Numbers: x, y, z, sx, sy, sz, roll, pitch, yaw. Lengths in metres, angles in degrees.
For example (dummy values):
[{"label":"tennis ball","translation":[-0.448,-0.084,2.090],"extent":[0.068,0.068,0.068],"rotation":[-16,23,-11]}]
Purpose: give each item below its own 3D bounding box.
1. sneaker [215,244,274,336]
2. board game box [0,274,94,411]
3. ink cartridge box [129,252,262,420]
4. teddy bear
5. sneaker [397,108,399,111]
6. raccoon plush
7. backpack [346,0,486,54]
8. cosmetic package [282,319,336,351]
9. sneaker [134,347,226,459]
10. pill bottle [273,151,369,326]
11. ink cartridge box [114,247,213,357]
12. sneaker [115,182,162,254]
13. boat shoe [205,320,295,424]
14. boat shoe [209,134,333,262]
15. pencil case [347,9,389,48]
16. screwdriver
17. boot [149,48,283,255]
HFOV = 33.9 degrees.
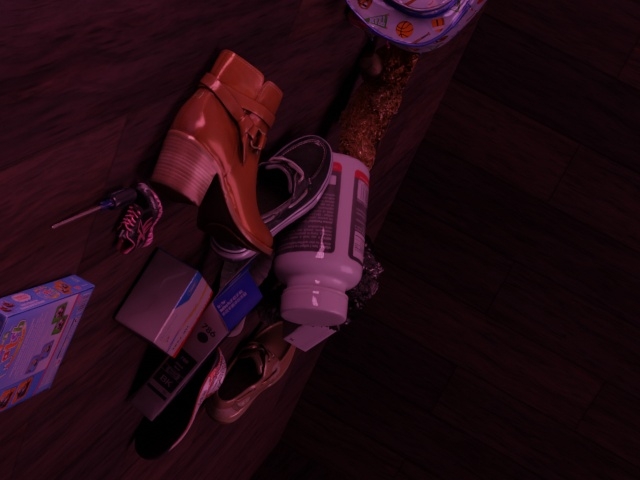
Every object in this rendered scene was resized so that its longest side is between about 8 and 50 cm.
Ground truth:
[{"label":"sneaker","translation":[-0.162,0.075,2.114],"extent":[0.095,0.090,0.235],"rotation":[-89,-156,-71]},{"label":"board game box","translation":[-0.367,0.133,1.283],"extent":[0.160,0.039,0.211],"rotation":[-63,171,13]},{"label":"ink cartridge box","translation":[-0.209,0.176,1.912],"extent":[0.333,0.065,0.165],"rotation":[-50,178,28]},{"label":"teddy bear","translation":[0.097,-0.273,2.254],"extent":[0.245,0.113,0.338],"rotation":[-86,-161,-73]},{"label":"sneaker","translation":[0.114,-0.308,2.486],"extent":[0.097,0.084,0.234],"rotation":[-39,177,20]},{"label":"raccoon plush","translation":[-0.083,0.072,2.355],"extent":[0.446,0.299,0.216],"rotation":[-32,-143,35]},{"label":"backpack","translation":[0.172,-0.457,1.783],"extent":[0.263,0.276,0.213],"rotation":[-57,167,16]},{"label":"cosmetic package","translation":[-0.026,0.146,2.584],"extent":[0.117,0.085,0.231],"rotation":[-36,-144,30]},{"label":"sneaker","translation":[-0.280,0.337,2.177],"extent":[0.270,0.090,0.145],"rotation":[-62,168,-12]},{"label":"pill bottle","translation":[0.000,0.000,2.073],"extent":[0.176,0.176,0.319],"rotation":[91,4,-70]},{"label":"ink cartridge box","translation":[-0.248,0.110,1.722],"extent":[0.134,0.078,0.231],"rotation":[-59,171,-10]},{"label":"sneaker","translation":[-0.253,-0.025,1.430],"extent":[0.057,0.047,0.119],"rotation":[-36,155,-41]},{"label":"boat shoe","translation":[-0.159,0.314,2.644],"extent":[0.341,0.121,0.110],"rotation":[-52,168,-37]},{"label":"boat shoe","translation":[-0.073,-0.094,1.914],"extent":[0.335,0.121,0.119],"rotation":[-52,171,-34]},{"label":"pencil case","translation":[0.140,-0.487,1.969],"extent":[0.236,0.104,0.104],"rotation":[-62,170,4]},{"label":"screwdriver","translation":[-0.284,-0.040,1.307],"extent":[0.170,0.025,0.024],"rotation":[-26,146,-59]},{"label":"boot","translation":[-0.116,-0.118,1.509],"extent":[0.283,0.109,0.220],"rotation":[41,68,-47]}]
